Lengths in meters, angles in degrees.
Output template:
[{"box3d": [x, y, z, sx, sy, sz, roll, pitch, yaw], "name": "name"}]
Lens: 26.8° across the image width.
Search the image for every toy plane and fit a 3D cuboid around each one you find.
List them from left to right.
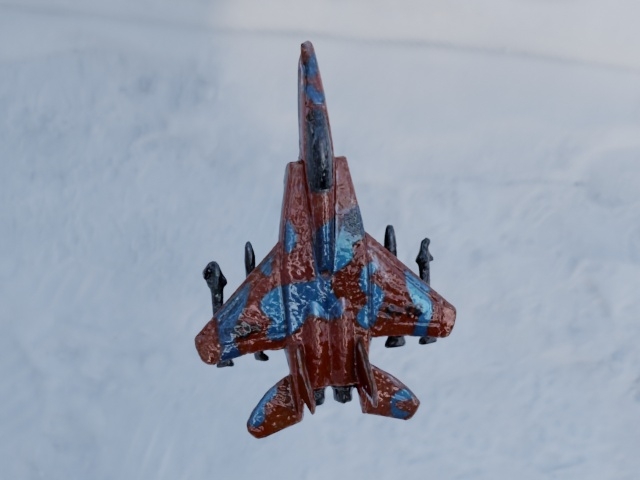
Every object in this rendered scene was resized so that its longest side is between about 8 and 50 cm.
[{"box3d": [-0.001, 0.000, 0.651, 0.130, 0.061, 0.189, -6, 93, -8], "name": "toy plane"}]
